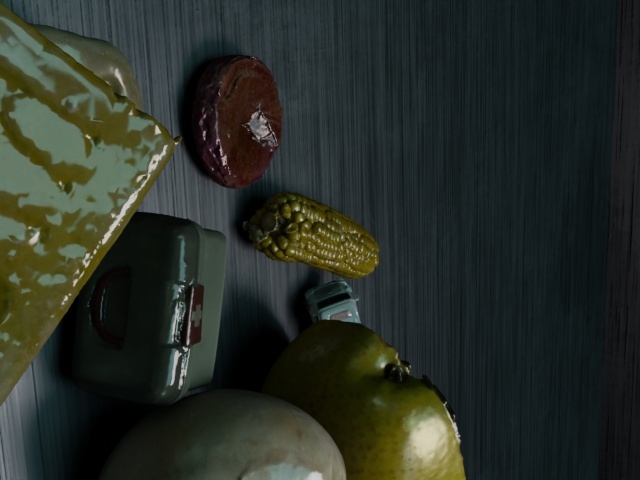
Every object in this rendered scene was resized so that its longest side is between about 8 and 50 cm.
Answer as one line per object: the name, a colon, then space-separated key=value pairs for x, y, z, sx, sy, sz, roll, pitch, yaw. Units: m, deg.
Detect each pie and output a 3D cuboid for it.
pie: x=-0.108 y=-0.156 z=1.251 sx=0.182 sy=0.049 sz=0.182 roll=-15 pitch=107 yaw=-61

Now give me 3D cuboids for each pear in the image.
pear: x=0.021 y=0.301 z=1.332 sx=0.191 sy=0.340 sz=0.386 roll=-30 pitch=151 yaw=-27

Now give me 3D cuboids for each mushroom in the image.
mushroom: x=-0.104 y=0.328 z=1.090 sx=0.297 sy=0.297 sz=0.290 roll=58 pitch=15 yaw=-46

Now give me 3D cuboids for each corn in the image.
corn: x=0.002 y=-0.004 z=1.418 sx=0.313 sy=0.102 sz=0.102 roll=17 pitch=82 yaw=-62

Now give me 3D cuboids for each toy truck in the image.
toy truck: x=0.037 y=0.158 z=1.466 sx=0.080 sy=0.115 sz=0.178 roll=-20 pitch=118 yaw=-7

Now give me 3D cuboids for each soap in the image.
soap: x=-0.319 y=-0.034 z=0.727 sx=0.293 sy=0.156 sz=0.335 roll=41 pitch=79 yaw=-39

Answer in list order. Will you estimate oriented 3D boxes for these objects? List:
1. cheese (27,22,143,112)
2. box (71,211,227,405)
cheese: x=-0.278 y=-0.107 z=0.923 sx=0.235 sy=0.117 sz=0.218 roll=39 pitch=66 yaw=-51
box: x=-0.191 y=0.074 z=1.078 sx=0.129 sy=0.148 sz=0.210 roll=4 pitch=92 yaw=-70
